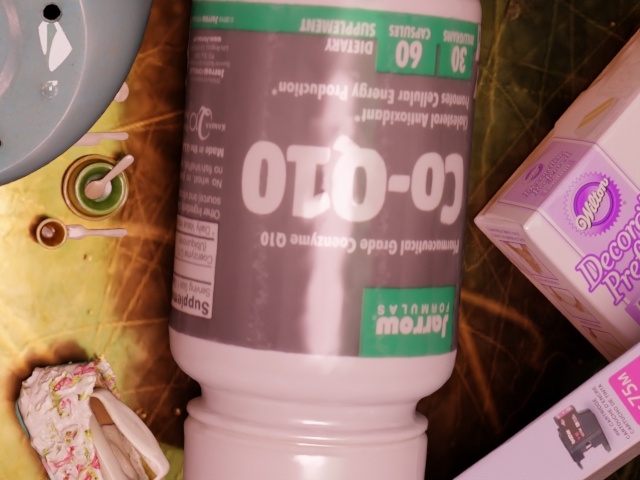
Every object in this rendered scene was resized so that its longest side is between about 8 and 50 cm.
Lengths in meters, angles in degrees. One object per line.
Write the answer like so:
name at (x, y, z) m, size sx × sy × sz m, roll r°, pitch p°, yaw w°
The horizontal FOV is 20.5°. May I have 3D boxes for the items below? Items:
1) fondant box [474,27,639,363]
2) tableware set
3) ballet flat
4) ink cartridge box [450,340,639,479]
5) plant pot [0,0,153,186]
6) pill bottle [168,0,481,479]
fondant box at (0.319, 0.009, 1.411) m, size 0.330 × 0.096 × 0.238 m, roll 44°, pitch 81°, yaw -17°
tableware set at (-0.184, -0.071, 1.258) m, size 0.104 × 0.024 × 0.154 m, roll -2°, pitch 97°, yaw -19°
ballet flat at (-0.132, 0.190, 1.250) m, size 0.077 × 0.091 × 0.241 m, roll -28°, pitch 96°, yaw 20°
ink cartridge box at (0.181, 0.154, 1.287) m, size 0.311 × 0.186 × 0.065 m, roll -43°, pitch 74°, yaw 23°
plant pot at (-0.235, -0.160, 1.068) m, size 0.293 × 0.235 × 0.293 m, roll -3°, pitch 116°, yaw -7°
pill bottle at (0.000, 0.000, 1.237) m, size 0.204 × 0.204 × 0.361 m, roll 2°, pitch 96°, yaw -20°
